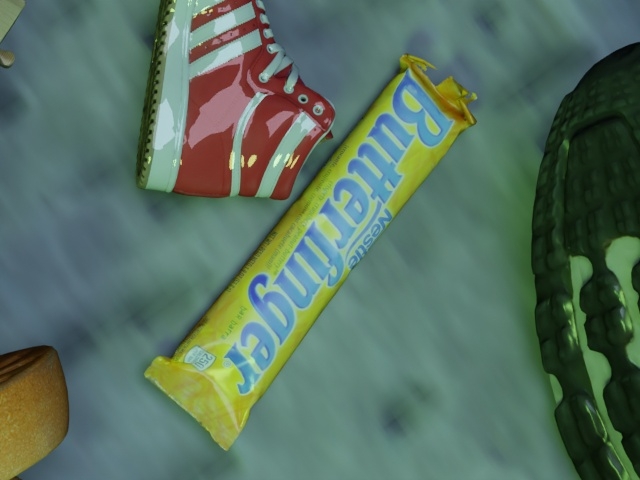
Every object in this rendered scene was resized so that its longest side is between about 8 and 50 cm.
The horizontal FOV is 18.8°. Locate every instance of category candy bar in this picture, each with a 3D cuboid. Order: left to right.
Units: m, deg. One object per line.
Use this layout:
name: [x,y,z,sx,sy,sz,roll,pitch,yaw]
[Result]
candy bar: [0.000,0.000,0.694,0.040,0.018,0.161,40,75,-8]

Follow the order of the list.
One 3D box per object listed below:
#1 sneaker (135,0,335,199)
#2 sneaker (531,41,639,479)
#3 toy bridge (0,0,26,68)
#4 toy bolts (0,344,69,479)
sneaker: [-0.024,-0.071,0.683,0.067,0.042,0.118,10,88,-11]
sneaker: [0.229,0.088,0.698,0.182,0.158,0.410,-40,102,-27]
toy bridge: [-0.180,-0.110,0.632,0.188,0.063,0.026,34,75,-11]
toy bolts: [-0.188,0.082,0.547,0.228,0.218,0.158,-20,95,0]
